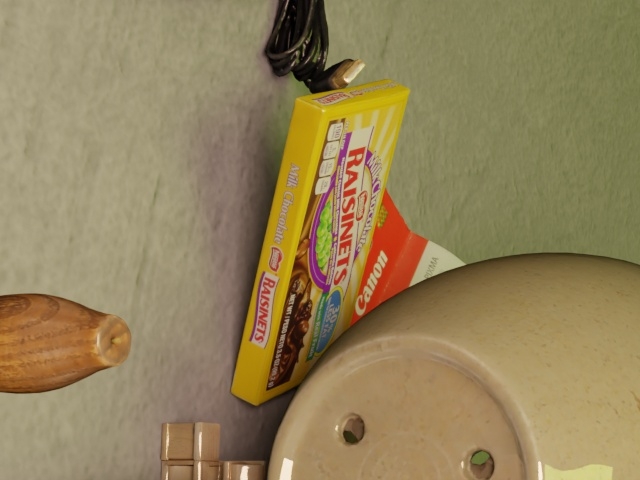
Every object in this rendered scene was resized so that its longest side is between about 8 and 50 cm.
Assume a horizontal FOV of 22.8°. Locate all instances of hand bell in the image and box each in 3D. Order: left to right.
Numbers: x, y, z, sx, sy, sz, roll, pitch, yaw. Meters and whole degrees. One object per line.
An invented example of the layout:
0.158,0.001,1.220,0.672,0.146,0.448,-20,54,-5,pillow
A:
-0.176,0.043,0.657,0.126,0.242,0.126,10,78,-53,hand bell

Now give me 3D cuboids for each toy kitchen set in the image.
-0.081,0.147,0.929,0.075,0.068,0.083,14,74,-53,toy kitchen set

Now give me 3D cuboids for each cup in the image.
0.101,0.153,0.938,0.237,0.331,0.331,19,70,-58,cup

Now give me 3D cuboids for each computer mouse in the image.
0.021,-0.191,0.996,0.060,0.262,0.184,9,81,-25,computer mouse

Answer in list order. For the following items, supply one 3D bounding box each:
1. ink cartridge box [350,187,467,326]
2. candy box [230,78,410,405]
0.074,0.061,1.183,0.179,0.045,0.145,59,42,-36,ink cartridge box
0.000,0.000,1.025,0.105,0.027,0.206,-22,131,-56,candy box
